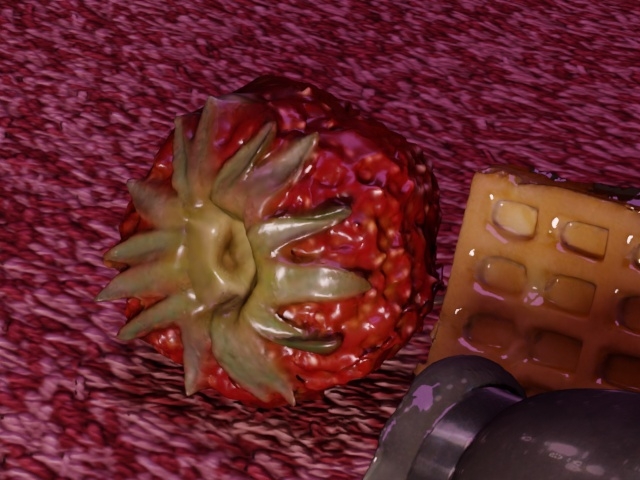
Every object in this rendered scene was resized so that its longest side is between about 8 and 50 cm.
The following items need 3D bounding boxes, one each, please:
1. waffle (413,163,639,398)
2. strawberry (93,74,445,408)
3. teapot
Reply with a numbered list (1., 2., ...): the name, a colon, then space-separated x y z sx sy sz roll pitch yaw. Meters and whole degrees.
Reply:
1. waffle: 0.250 0.076 1.531 0.327 0.224 0.098 15 1 26
2. strawberry: 0.001 0.002 1.664 0.292 0.292 0.343 21 16 30
3. teapot: 0.177 0.176 1.362 0.305 0.223 0.285 -22 30 -40
